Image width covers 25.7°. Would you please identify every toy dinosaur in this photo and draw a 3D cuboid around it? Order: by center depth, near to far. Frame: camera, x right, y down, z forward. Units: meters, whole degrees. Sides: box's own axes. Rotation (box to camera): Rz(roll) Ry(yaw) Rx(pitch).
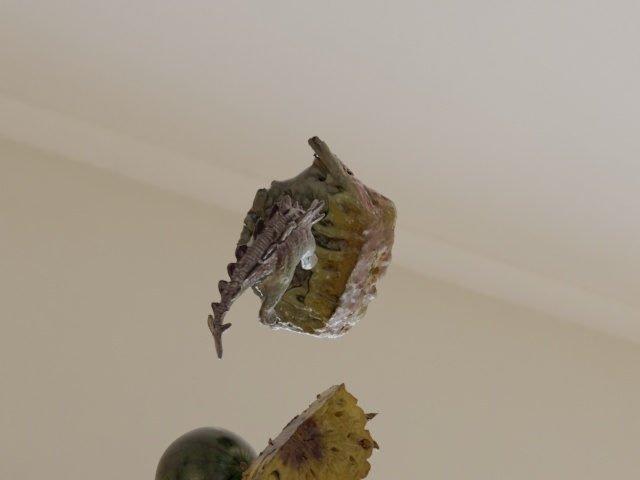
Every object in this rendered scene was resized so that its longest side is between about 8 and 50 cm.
[{"bbox_3d":[-0.038,0.017,1.004,0.039,0.209,0.082,22,-52,10],"label":"toy dinosaur"}]

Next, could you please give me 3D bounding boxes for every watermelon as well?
[{"bbox_3d":[-0.162,0.328,1.868,0.140,0.141,0.187,28,-46,-33],"label":"watermelon"}]

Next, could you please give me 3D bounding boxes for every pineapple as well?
[{"bbox_3d":[-0.005,0.293,1.743,0.079,0.233,0.135,-21,-74,54],"label":"pineapple"}]

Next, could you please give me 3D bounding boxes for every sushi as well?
[{"bbox_3d":[0.000,0.000,1.873,0.139,0.184,0.274,-3,-59,-57],"label":"sushi"}]
